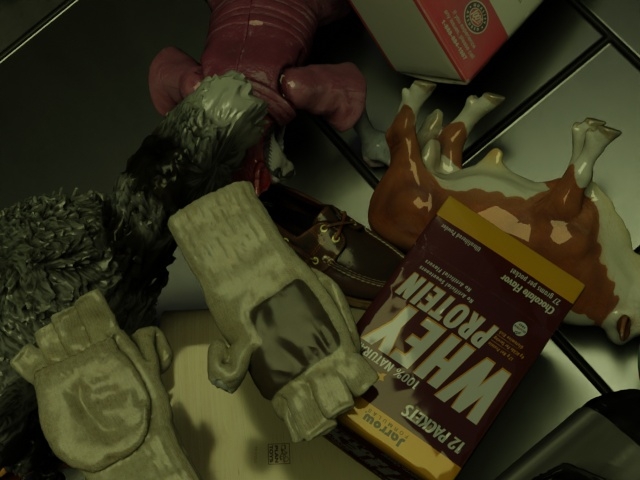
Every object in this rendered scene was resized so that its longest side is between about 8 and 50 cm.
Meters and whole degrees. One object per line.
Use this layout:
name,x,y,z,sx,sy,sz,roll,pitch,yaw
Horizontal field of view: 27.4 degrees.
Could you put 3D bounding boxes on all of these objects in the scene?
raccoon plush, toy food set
raccoon plush,-0.278,-0.006,1.171,0.299,0.216,0.446,34,74,21
toy food set,-0.034,0.202,1.198,0.219,0.092,0.306,-2,72,0

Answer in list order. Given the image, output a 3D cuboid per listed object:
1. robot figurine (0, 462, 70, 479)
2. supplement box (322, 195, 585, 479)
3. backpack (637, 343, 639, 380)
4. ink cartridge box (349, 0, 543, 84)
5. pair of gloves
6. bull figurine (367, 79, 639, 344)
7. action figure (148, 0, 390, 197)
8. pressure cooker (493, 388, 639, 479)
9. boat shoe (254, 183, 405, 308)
robot figurine,-0.307,0.178,1.259,0.211,0.085,0.291,28,79,20
supplement box,0.098,0.101,1.079,0.129,0.191,0.194,34,77,10
backpack,0.391,0.070,1.064,0.225,0.191,0.253,38,79,14
ink cartridge box,0.144,-0.318,1.229,0.283,0.207,0.117,-48,33,-17
pair of gloves,-0.092,0.092,0.975,0.240,0.042,0.204,-37,73,-7
bull figurine,0.185,-0.027,1.186,0.310,0.101,0.188,17,103,23
action figure,-0.043,-0.205,1.242,0.248,0.276,0.370,1,58,7
pressure cooker,0.184,0.365,0.935,0.420,0.370,0.375,-40,85,-1
boat shoe,0.000,0.000,1.235,0.207,0.073,0.073,22,40,25
